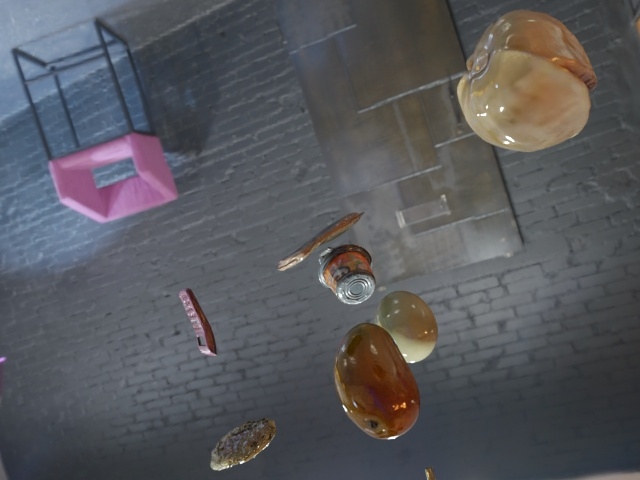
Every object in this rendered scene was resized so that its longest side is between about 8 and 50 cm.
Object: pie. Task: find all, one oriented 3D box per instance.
[{"bbox_3d":[-0.280,0.729,2.092,0.274,0.055,0.274,-26,-173,3],"label":"pie"}]

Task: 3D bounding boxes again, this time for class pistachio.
[{"bbox_3d":[0.360,-0.268,1.004,0.230,0.229,0.309,-17,160,35],"label":"pistachio"}]

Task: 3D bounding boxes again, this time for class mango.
[{"bbox_3d":[0.110,0.293,1.235,0.176,0.254,0.139,9,135,-39],"label":"mango"}]

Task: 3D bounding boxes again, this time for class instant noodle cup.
[{"bbox_3d":[0.094,0.117,1.807,0.208,0.177,0.125,18,-156,-27],"label":"instant noodle cup"}]

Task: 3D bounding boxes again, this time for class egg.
[{"bbox_3d":[0.257,0.257,1.769,0.186,0.186,0.241,-18,-136,-2],"label":"egg"}]

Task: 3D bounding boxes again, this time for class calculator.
[{"bbox_3d":[-0.318,0.213,1.521,0.034,0.190,0.127,-22,180,-23],"label":"calculator"}]

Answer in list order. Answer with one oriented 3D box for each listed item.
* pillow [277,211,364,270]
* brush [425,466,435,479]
[{"bbox_3d":[-0.002,0.001,1.280,0.211,0.034,0.135,-35,-175,-30],"label":"pillow"},{"bbox_3d":[0.160,0.353,0.796,0.016,0.083,0.013,1,162,-44],"label":"brush"}]
